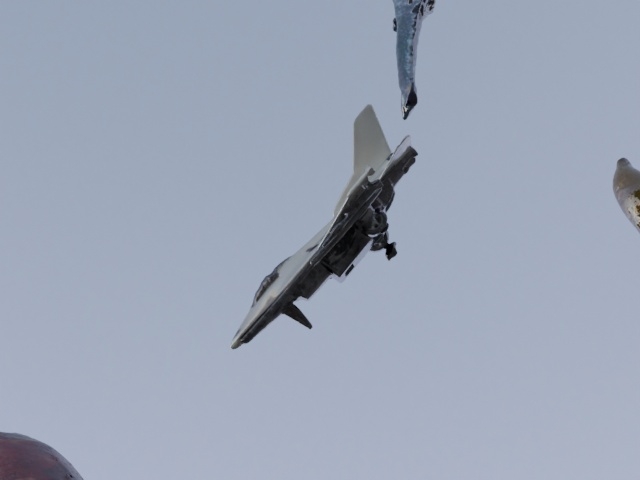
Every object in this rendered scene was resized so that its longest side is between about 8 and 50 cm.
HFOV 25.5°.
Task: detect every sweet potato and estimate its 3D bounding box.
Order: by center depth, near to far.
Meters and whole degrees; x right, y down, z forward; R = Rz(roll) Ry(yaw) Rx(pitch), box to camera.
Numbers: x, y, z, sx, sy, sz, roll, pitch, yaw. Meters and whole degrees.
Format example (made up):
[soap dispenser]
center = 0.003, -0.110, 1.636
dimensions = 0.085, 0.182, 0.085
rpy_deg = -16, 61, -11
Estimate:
[sweet potato]
center = 0.366, 0.015, 1.472
dimensions = 0.069, 0.249, 0.059
rpy_deg = -23, -19, 20

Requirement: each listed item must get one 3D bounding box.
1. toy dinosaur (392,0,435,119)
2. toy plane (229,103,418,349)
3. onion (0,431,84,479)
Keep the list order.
[toy dinosaur]
center = 0.095, -0.282, 1.324
dimensions = 0.077, 0.147, 0.362
rpy_deg = 13, -96, -14
[toy plane]
center = 0.017, 0.003, 1.149
dimensions = 0.234, 0.082, 0.160
rpy_deg = -61, -9, -10
[onion]
center = -0.238, 0.266, 1.110
dimensions = 0.190, 0.246, 0.246
rpy_deg = -22, -44, -28
